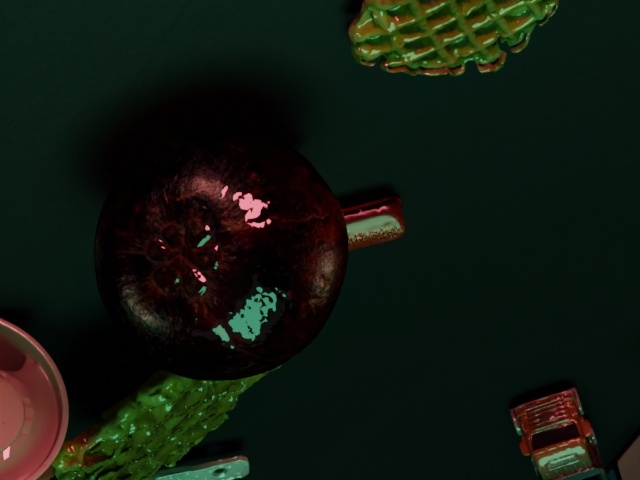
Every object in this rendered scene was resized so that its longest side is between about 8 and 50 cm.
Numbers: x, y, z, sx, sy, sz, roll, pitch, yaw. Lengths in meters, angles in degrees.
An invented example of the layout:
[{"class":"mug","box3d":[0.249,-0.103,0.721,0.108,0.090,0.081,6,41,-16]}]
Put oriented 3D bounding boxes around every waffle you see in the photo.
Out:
[{"class":"waffle","box3d":[0.114,-0.190,1.504,0.169,0.036,0.183,1,146,-28]},{"class":"waffle","box3d":[-0.147,0.171,1.868,0.291,0.051,0.291,-36,167,-10]}]

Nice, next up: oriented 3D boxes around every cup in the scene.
[{"class":"cup","box3d":[-0.371,0.178,1.768,0.241,0.185,0.226,28,143,-5]}]

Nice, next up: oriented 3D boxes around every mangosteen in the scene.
[{"class":"mangosteen","box3d":[-0.081,0.012,1.588,0.216,0.216,0.216,-11,147,-7]}]

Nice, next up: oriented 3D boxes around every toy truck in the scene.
[{"class":"toy truck","box3d":[0.279,0.246,2.182,0.083,0.092,0.192,-19,147,8]}]

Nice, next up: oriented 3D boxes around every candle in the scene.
[{"class":"candle","box3d":[0.000,0.000,1.735,0.162,0.048,0.053,-14,165,-2]}]

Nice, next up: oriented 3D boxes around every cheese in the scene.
[{"class":"cheese","box3d":[-0.200,0.266,2.056,0.251,0.054,0.127,-11,147,-8]}]

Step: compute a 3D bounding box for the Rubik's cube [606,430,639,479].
[{"class":"Rubik's cube","box3d":[0.453,0.332,2.316,0.180,0.167,0.183,-1,144,-19]}]
